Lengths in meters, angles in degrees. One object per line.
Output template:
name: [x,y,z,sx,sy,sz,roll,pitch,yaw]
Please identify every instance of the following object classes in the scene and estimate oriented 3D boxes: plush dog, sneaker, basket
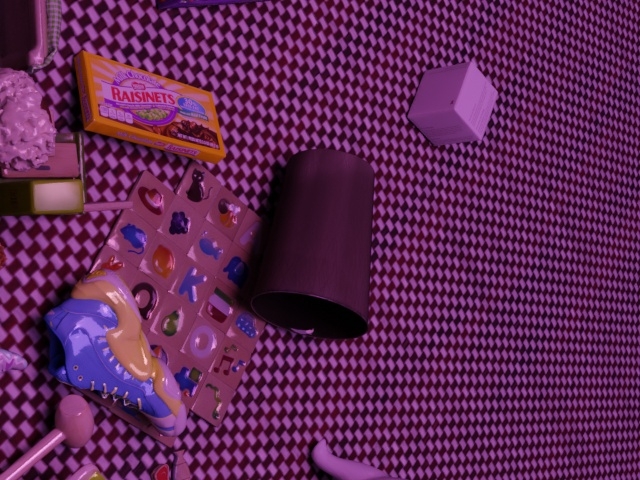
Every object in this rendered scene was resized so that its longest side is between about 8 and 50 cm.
plush dog: [-0.394,-0.043,1.007,0.210,0.262,0.225,5,82,-45]
sneaker: [-0.256,0.156,1.283,0.126,0.091,0.240,-31,112,-21]
basket: [0.000,0.000,1.485,0.204,0.154,0.227,43,50,-57]
sneaker: [-0.382,0.151,1.193,0.098,0.038,0.069,21,76,-33]

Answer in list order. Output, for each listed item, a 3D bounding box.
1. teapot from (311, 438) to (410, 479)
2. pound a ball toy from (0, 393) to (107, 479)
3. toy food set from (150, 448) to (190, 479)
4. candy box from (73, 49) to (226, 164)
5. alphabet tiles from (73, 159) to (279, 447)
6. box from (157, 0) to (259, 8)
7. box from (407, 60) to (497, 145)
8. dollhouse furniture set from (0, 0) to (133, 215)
teapot: [0.050,0.458,1.514,0.256,0.187,0.253,-83,174,-64]
pound a ball toy: [-0.314,0.361,1.196,0.319,0.208,0.136,-46,157,-25]
toy food set: [-0.191,0.341,1.387,0.078,0.019,0.122,-20,103,-43]
candy box: [-0.212,-0.165,1.343,0.206,0.027,0.105,12,53,-45]
alphabet tiles: [-0.184,0.081,1.407,0.285,0.011,0.343,41,62,-36]
box: [-0.148,-0.462,1.418,0.201,0.057,0.293,-16,100,-43]
box: [0.216,-0.222,1.745,0.087,0.101,0.102,40,61,-37]
dollhouse furniture set: [-0.297,-0.177,1.167,0.151,0.197,0.302,-4,93,-44]
